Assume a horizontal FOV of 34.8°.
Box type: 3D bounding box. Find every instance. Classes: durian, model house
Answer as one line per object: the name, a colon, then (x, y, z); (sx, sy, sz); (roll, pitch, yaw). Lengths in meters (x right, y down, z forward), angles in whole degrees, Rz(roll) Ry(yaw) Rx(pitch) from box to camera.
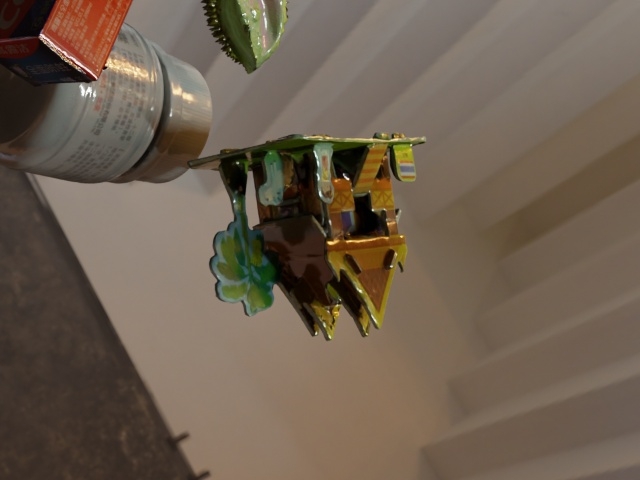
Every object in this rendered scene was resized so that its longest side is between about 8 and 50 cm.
durian: (-0.122, -0.364, 1.503); (0.137, 0.096, 0.220); (-55, 152, -25)
model house: (0.000, 0.000, 1.534); (0.243, 0.312, 0.358); (-12, 175, 37)

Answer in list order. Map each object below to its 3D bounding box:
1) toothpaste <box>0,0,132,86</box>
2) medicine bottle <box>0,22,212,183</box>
toothpaste: (-0.162, -0.272, 0.802); (0.076, 0.320, 0.066); (3, 155, 36)
medicine bottle: (-0.330, -0.203, 1.478); (0.245, 0.245, 0.306); (-32, 157, 27)
